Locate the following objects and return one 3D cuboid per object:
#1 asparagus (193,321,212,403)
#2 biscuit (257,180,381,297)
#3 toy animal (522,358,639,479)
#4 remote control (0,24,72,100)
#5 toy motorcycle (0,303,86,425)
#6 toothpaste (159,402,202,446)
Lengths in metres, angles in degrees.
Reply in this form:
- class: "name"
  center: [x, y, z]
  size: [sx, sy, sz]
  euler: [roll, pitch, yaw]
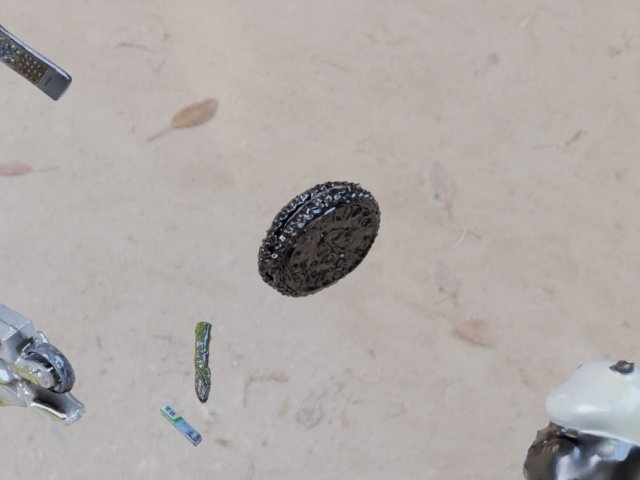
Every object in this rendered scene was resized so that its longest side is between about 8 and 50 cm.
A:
- class: "asparagus"
  center: [-0.224, 0.234, 1.862]
  size: [0.036, 0.030, 0.165]
  euler: [19, 55, -39]
- class: "biscuit"
  center: [0.000, 0.000, 1.333]
  size: [0.195, 0.194, 0.053]
  euler: [-25, 52, -28]
- class: "toy animal"
  center: [0.320, 0.227, 1.115]
  size: [0.138, 0.166, 0.179]
  euler: [8, 74, 36]
- class: "remote control"
  center: [-0.520, -0.318, 1.650]
  size: [0.212, 0.059, 0.028]
  euler: [37, 26, -14]
- class: "toy motorcycle"
  center: [-0.530, 0.201, 1.631]
  size: [0.341, 0.222, 0.108]
  euler: [23, 43, 26]
- class: "toothpaste"
  center: [-0.223, 0.294, 1.556]
  size: [0.083, 0.020, 0.017]
  euler: [38, 64, 21]
